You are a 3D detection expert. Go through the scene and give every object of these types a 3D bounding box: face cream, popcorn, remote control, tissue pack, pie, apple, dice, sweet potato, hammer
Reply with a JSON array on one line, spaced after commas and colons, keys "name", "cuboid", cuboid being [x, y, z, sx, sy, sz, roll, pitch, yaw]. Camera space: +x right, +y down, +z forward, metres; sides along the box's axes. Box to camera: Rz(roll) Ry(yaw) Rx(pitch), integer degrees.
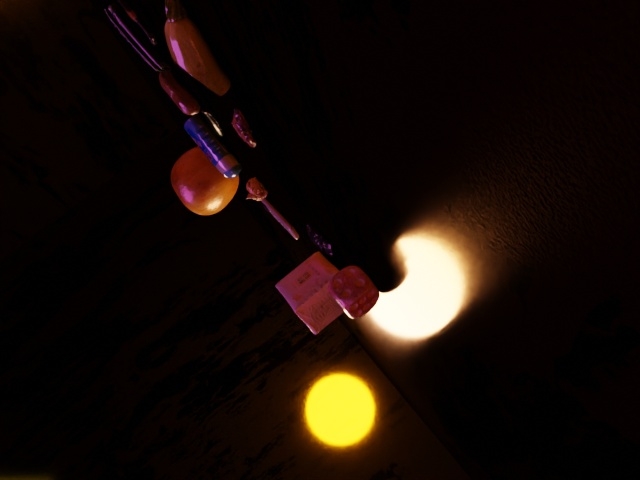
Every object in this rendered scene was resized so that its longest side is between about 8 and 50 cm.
[{"name": "face cream", "cuboid": [-0.391, -0.340, 2.180, 0.264, 0.083, 0.149, 51, 177, 1]}, {"name": "popcorn", "cuboid": [-0.226, -0.166, 2.014, 0.084, 0.084, 0.084, 51, 174, 8]}, {"name": "remote control", "cuboid": [-0.157, -0.084, 2.203, 0.261, 0.029, 0.067, 45, 171, 47]}, {"name": "tissue pack", "cuboid": [-0.011, 0.152, 1.804, 0.124, 0.185, 0.225, 51, 175, -24]}, {"name": "pie", "cuboid": [-0.181, -0.258, 1.377, 0.092, 0.034, 0.170, 56, 173, -3]}, {"name": "apple", "cuboid": [-0.494, -0.268, 2.567, 0.299, 0.275, 0.299, 48, -173, -8]}, {"name": "dice", "cuboid": [0.080, 0.123, 1.408, 0.091, 0.093, 0.094, 46, 173, 39]}, {"name": "sweet potato", "cuboid": [-0.484, -0.507, 1.970, 0.233, 0.062, 0.081, 52, -167, 15]}, {"name": "hammer", "cuboid": [-0.558, -0.669, 1.781, 0.201, 0.021, 0.078, 52, 174, 2]}]

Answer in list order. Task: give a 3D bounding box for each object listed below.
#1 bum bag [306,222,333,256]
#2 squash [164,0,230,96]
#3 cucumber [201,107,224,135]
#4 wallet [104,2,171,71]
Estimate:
[{"name": "bum bag", "cuboid": [-0.001, 0.001, 1.557, 0.124, 0.034, 0.057, 44, 157, 46]}, {"name": "squash", "cuboid": [-0.248, -0.358, 1.098, 0.090, 0.075, 0.200, -98, -16, -44]}, {"name": "cucumber", "cuboid": [-0.334, -0.368, 1.853, 0.036, 0.033, 0.184, 24, 168, 12]}, {"name": "wallet", "cuboid": [-0.569, -0.632, 1.862, 0.236, 0.055, 0.160, 52, -170, -13]}]
